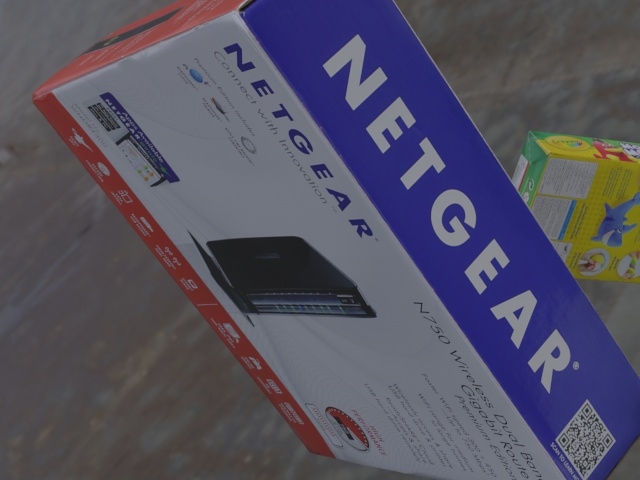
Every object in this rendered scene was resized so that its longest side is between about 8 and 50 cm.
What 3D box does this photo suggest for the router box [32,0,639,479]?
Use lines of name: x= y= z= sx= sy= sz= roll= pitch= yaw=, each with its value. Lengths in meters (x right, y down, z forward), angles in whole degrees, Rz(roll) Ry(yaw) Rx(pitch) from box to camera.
router box: x=0.000 y=0.000 z=0.760 sx=0.082 sy=0.335 sz=0.301 roll=-45 pitch=19 yaw=-25

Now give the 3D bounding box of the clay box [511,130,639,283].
clay box: x=0.282 y=-0.026 z=1.156 sx=0.053 sy=0.222 sz=0.127 roll=-117 pitch=38 yaw=-55
